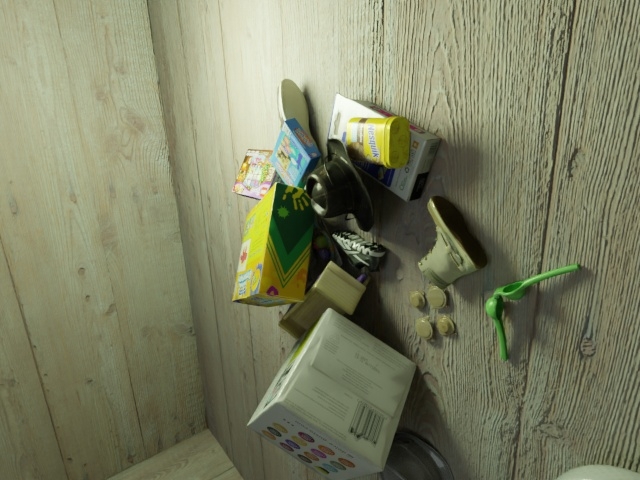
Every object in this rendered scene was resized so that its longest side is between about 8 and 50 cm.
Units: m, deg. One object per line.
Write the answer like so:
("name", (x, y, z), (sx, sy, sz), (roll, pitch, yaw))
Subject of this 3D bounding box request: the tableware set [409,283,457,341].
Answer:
("tableware set", (0.314, 0.206, 1.170), (0.141, 0.020, 0.169), (-15, 88, 54))

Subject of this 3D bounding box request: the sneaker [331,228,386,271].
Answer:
("sneaker", (0.112, 0.037, 1.341), (0.234, 0.078, 0.106), (27, 121, 45))

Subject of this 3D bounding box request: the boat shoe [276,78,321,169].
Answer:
("boat shoe", (-0.093, -0.394, 1.445), (0.096, 0.116, 0.324), (-10, 99, 52))

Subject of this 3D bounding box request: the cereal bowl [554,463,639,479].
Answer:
("cereal bowl", (0.612, 0.588, 0.783), (0.339, 0.141, 0.339), (26, 123, 49))

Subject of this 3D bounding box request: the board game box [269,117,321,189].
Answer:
("board game box", (-0.089, -0.274, 1.370), (0.160, 0.047, 0.210), (56, 149, 12))

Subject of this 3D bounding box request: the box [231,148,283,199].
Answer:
("box", (-0.241, -0.265, 1.669), (0.293, 0.057, 0.201), (18, 87, 51))

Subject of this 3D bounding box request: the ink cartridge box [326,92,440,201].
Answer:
("ink cartridge box", (0.159, -0.277, 1.173), (0.371, 0.069, 0.176), (41, 134, 36))

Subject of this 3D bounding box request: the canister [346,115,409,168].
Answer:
("canister", (0.146, -0.261, 1.081), (0.170, 0.073, 0.126), (23, 122, 51))

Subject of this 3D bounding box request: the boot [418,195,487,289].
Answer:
("boot", (0.307, 0.008, 1.060), (0.213, 0.077, 0.165), (61, 145, 15))

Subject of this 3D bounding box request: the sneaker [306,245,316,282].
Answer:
("sneaker", (-0.065, 0.053, 1.597), (0.087, 0.092, 0.229), (9, 90, 55))

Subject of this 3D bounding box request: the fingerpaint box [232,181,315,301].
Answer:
("fingerpaint box", (-0.175, 0.043, 1.499), (0.445, 0.163, 0.371), (152, 128, -65))

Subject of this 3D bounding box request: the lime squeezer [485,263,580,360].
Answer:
("lime squeezer", (0.443, 0.146, 0.935), (0.110, 0.059, 0.310), (47, 136, 35))

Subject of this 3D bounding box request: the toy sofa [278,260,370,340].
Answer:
("toy sofa", (0.007, 0.211, 1.422), (0.150, 0.177, 0.362), (36, 140, -2))

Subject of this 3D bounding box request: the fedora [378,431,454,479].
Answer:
("fedora", (0.282, 0.760, 1.326), (0.275, 0.124, 0.244), (9, 110, 53))

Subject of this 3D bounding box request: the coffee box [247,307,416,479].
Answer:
("coffee box", (0.032, 0.485, 1.282), (0.337, 0.338, 0.334), (34, 139, -1))

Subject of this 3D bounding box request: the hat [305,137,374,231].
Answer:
("hat", (0.034, -0.142, 1.223), (0.331, 0.134, 0.331), (63, 173, 15))

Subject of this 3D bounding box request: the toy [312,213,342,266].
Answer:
("toy", (0.000, 0.000, 1.475), (0.137, 0.056, 0.237), (112, 138, -71))
